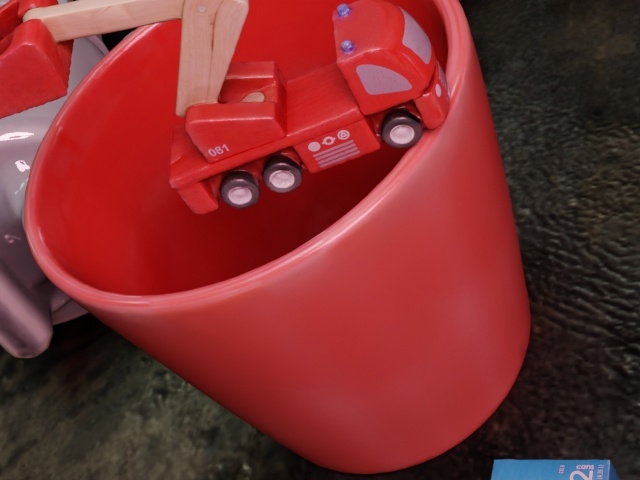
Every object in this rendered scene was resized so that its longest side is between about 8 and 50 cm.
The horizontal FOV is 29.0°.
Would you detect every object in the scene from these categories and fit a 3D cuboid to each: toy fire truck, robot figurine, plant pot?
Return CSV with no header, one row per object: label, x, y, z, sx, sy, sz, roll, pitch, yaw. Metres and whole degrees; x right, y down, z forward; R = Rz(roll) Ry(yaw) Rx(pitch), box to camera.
toy fire truck,-0.049,-0.079,0.578,0.192,0.135,0.047,-20,44,16
robot figurine,-0.249,-0.069,1.006,0.299,0.200,0.353,-26,43,2
plant pot,0.000,0.000,0.757,0.274,0.243,0.275,-17,46,18

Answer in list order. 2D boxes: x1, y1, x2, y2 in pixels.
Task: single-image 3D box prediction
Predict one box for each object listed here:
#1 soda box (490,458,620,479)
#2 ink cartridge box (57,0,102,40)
soda box,0.112,0.217,0.618,0.067,0.071,0.210,-6,50,28
ink cartridge box,-0.286,-0.185,1.230,0.127,0.072,0.175,-28,43,8
